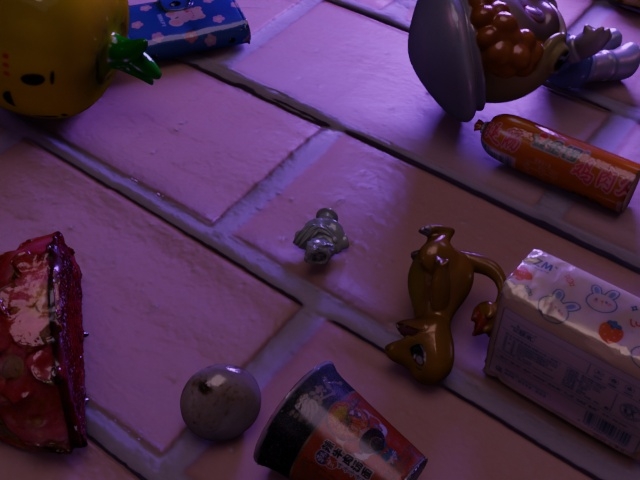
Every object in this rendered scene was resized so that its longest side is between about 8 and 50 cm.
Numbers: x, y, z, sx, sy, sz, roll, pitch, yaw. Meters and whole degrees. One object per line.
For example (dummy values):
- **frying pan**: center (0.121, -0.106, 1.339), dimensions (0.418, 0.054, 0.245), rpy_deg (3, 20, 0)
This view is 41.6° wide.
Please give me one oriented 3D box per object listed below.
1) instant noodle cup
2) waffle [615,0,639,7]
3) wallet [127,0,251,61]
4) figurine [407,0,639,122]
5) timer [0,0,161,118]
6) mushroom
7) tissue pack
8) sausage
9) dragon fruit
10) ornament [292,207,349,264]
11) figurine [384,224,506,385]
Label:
- **instant noodle cup**: center (0.024, 0.205, 0.816), dimensions (0.135, 0.127, 0.127), rpy_deg (35, 56, 20)
- **waffle**: center (0.620, -0.528, 1.521), dimensions (0.382, 0.095, 0.380), rpy_deg (-27, 53, -20)
- **wallet**: center (-0.231, -0.354, 1.386), dimensions (0.202, 0.059, 0.141), rpy_deg (-16, 46, -13)
- **figurine**: center (0.304, -0.262, 1.226), dimensions (0.381, 0.205, 0.225), rpy_deg (8, 40, -19)
- **timer**: center (-0.353, -0.291, 1.204), dimensions (0.285, 0.285, 0.285), rpy_deg (-1, 46, 1)
- **mushroom**: center (-0.107, 0.165, 0.888), dimensions (0.085, 0.085, 0.079), rpy_deg (-17, 19, -14)
- **tissue pack**: center (0.276, 0.116, 0.867), dimensions (0.196, 0.148, 0.092), rpy_deg (28, 50, 25)
- **sausage**: center (0.312, -0.114, 1.139), dimensions (0.234, 0.071, 0.071), rpy_deg (27, 52, 24)
- **dragon fruit**: center (-0.320, 0.109, 0.903), dimensions (0.189, 0.163, 0.262), rpy_deg (-30, 48, 11)
- **ornament**: center (0.001, -0.002, 1.060), dimensions (0.068, 0.041, 0.092), rpy_deg (-8, 37, -14)
- **figurine**: center (0.146, 0.081, 0.944), dimensions (0.122, 0.121, 0.176), rpy_deg (17, 66, 2)
